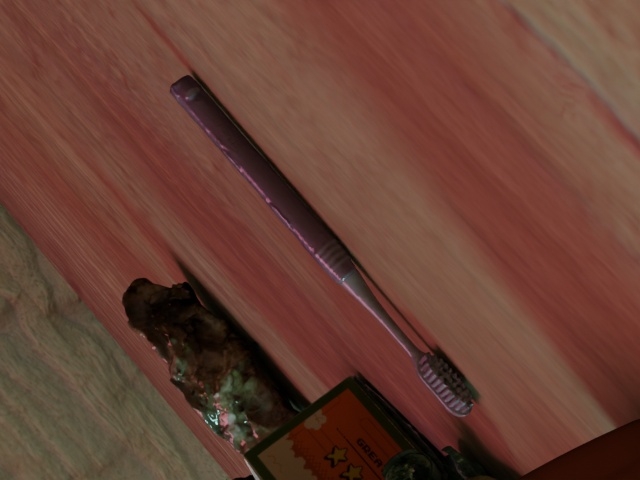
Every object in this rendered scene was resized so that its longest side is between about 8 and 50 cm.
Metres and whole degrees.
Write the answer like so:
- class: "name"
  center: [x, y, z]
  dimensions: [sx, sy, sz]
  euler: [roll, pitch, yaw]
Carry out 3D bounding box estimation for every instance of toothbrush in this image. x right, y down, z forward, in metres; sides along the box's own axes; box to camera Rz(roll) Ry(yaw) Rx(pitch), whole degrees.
- class: "toothbrush"
  center: [0.000, 0.000, 1.034]
  dimensions: [0.354, 0.024, 0.029]
  euler: [49, 160, 10]

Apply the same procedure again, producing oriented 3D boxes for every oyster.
- class: "oyster"
  center: [-0.093, 0.193, 1.700]
  dimensions: [0.396, 0.111, 0.204]
  euler: [44, -178, 24]

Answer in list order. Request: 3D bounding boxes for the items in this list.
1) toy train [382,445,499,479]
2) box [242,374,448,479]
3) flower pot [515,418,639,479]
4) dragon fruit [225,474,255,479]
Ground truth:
- class: "toy train"
  center: [0.142, 0.313, 1.118]
  dimensions: [0.307, 0.126, 0.189]
  euler: [62, 173, -31]
- class: "box"
  center: [0.046, 0.270, 1.305]
  dimensions: [0.177, 0.148, 0.195]
  euler: [47, 166, 33]
- class: "flower pot"
  center: [0.159, 0.199, 0.725]
  dimensions: [0.190, 0.173, 0.190]
  euler: [46, 164, 18]
- class: "dragon fruit"
  center: [-0.031, 0.450, 1.807]
  dimensions: [0.299, 0.244, 0.244]
  euler: [23, 156, 19]
